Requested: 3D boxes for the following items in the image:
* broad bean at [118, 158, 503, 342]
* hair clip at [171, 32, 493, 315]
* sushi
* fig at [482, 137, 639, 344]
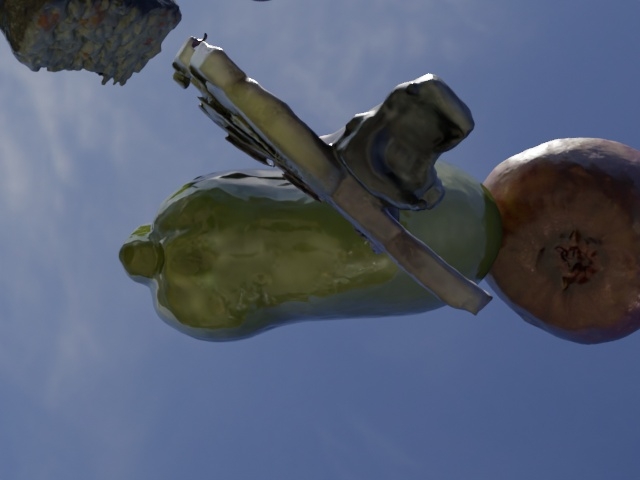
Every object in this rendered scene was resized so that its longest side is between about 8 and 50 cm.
[{"bbox_3d":[0.000,0.001,1.100,0.238,0.291,0.119,0,-82,52],"label":"broad bean"},{"bbox_3d":[0.005,-0.035,0.636,0.056,0.146,0.187,-53,-163,-11],"label":"hair clip"},{"bbox_3d":[-0.256,-0.255,1.627,0.136,0.225,0.126,-45,-119,23],"label":"sushi"},{"bbox_3d":[0.219,-0.010,1.245,0.175,0.207,0.175,4,-78,18],"label":"fig"}]
